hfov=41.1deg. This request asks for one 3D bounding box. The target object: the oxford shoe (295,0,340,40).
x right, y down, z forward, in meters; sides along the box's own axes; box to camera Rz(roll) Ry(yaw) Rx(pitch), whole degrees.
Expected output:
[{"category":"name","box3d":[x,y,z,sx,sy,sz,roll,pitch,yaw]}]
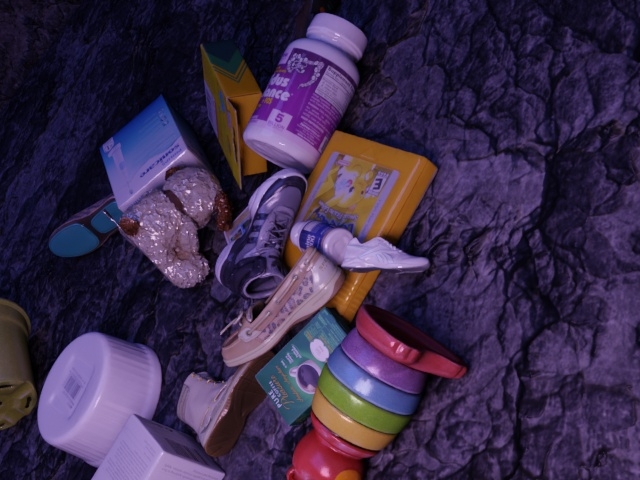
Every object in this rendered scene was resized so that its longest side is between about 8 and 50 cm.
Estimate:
[{"category":"oxford shoe","box3d":[-0.016,-0.535,1.963,0.096,0.082,0.227,-10,56,48]}]

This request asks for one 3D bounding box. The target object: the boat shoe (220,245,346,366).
[{"category":"boat shoe","box3d":[-0.081,0.116,1.487,0.285,0.089,0.105,-40,13,21]}]

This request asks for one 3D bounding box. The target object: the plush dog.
[{"category":"plush dog","box3d":[-0.312,-0.065,1.831,0.225,0.211,0.262,-45,62,-12]}]

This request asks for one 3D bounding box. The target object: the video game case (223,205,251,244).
[{"category":"video game case","box3d":[-0.133,-0.026,1.784,0.157,0.019,0.143,-45,39,16]}]

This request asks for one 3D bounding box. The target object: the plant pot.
[{"category":"plant pot","box3d":[-0.828,0.326,2.123,0.276,0.276,0.254,-47,51,12]}]

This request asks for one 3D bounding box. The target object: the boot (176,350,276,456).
[{"category":"boot","box3d":[-0.179,0.272,1.584,0.165,0.077,0.213,28,86,55]}]

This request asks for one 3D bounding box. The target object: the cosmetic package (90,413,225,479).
[{"category":"cosmetic package","box3d":[-0.302,0.442,1.532,0.151,0.151,0.184,28,85,52]}]

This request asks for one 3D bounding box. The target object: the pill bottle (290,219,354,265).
[{"category":"pill bottle","box3d":[0.000,0.000,1.510,0.120,0.067,0.067,19,79,52]}]

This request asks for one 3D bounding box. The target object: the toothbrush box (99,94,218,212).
[{"category":"toothbrush box","box3d":[-0.397,-0.187,2.071,0.216,0.126,0.295,-40,39,6]}]

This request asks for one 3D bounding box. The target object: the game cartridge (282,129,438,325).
[{"category":"game cartridge","box3d":[0.038,-0.035,1.580,0.285,0.052,0.324,25,84,52]}]

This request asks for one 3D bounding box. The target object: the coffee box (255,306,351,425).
[{"category":"coffee box","box3d":[-0.015,0.213,1.441,0.184,0.040,0.113,-47,64,14]}]

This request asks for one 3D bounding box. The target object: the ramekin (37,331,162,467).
[{"category":"ramekin","box3d":[-0.477,0.329,1.813,0.277,0.135,0.277,-27,47,32]}]

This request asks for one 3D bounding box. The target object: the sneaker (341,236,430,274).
[{"category":"sneaker","box3d":[0.109,0.024,1.422,0.152,0.053,0.061,4,75,19]}]

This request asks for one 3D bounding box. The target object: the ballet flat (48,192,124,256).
[{"category":"ballet flat","box3d":[-0.583,-0.050,2.240,0.315,0.108,0.106,-24,29,29]}]

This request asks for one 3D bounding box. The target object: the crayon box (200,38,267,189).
[{"category":"crayon box","box3d":[-0.185,-0.281,1.876,0.081,0.202,0.319,-11,41,-13]}]

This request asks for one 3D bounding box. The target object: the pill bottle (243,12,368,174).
[{"category":"pill bottle","box3d":[-0.022,-0.301,1.736,0.169,0.169,0.302,15,76,51]}]

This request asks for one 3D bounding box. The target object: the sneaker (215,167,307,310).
[{"category":"sneaker","box3d":[-0.087,0.005,1.583,0.269,0.101,0.153,-57,38,14]}]

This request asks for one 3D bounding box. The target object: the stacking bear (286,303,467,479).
[{"category":"stacking bear","box3d":[0.058,0.257,1.280,0.164,0.175,0.289,39,102,50]}]
